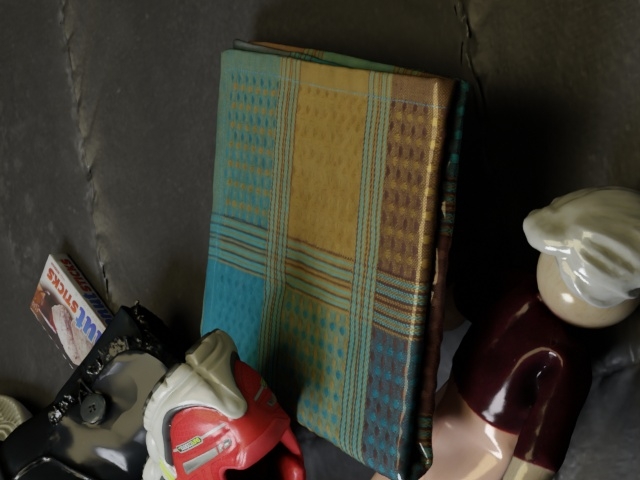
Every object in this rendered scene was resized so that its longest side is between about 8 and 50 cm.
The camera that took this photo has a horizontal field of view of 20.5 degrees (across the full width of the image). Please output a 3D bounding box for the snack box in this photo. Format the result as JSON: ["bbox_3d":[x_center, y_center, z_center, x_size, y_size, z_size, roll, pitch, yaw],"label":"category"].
[{"bbox_3d":[-0.209,0.089,1.607,0.178,0.022,0.064,47,124,38],"label":"snack box"}]

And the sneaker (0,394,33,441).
[{"bbox_3d":[-0.275,0.289,1.627,0.148,0.131,0.350,62,180,-38],"label":"sneaker"}]

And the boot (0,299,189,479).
[{"bbox_3d":[-0.161,0.189,1.441,0.207,0.094,0.246,-45,49,9],"label":"boot"}]

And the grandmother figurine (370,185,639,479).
[{"bbox_3d":[0.118,0.098,1.165,0.342,0.104,0.208,-58,41,30],"label":"grandmother figurine"}]

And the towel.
[{"bbox_3d":[0.000,0.000,1.270,0.370,0.040,0.271,-160,73,-64],"label":"towel"}]

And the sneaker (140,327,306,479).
[{"bbox_3d":[-0.064,0.176,1.309,0.118,0.107,0.279,41,162,20],"label":"sneaker"}]
